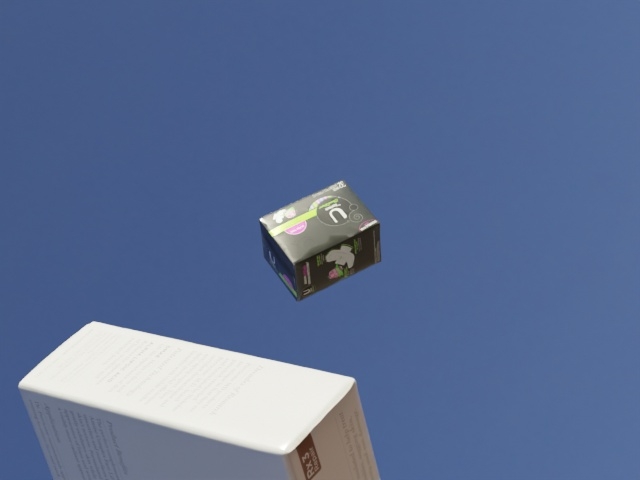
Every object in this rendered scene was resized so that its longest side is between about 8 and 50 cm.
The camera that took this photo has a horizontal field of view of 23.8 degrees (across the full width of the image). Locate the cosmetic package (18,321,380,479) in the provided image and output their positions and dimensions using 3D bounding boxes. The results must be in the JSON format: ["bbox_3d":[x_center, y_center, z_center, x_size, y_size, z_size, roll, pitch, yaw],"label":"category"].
[{"bbox_3d":[-0.077,0.135,0.985,0.085,0.231,0.117,-44,-48,-42],"label":"cosmetic package"}]

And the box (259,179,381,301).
[{"bbox_3d":[0.000,0.000,1.264,0.083,0.062,0.052,-26,-38,-18],"label":"box"}]
